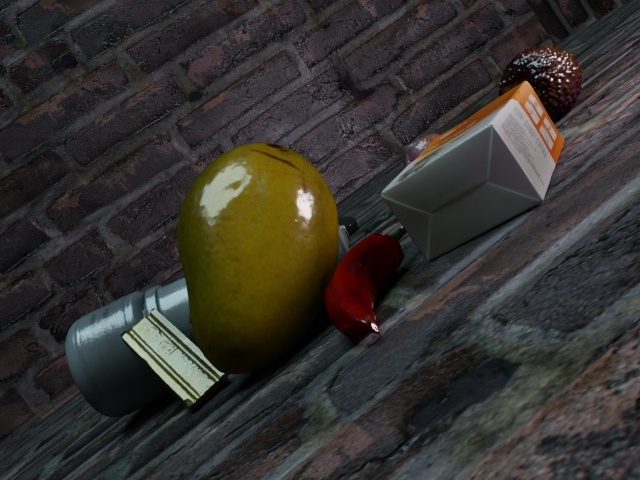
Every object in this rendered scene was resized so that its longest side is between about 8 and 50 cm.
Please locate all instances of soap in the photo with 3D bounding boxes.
[{"bbox_3d":[-0.285,0.226,1.252,0.092,0.037,0.252,-40,50,-23],"label":"soap"}]

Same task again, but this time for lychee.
[{"bbox_3d":[0.506,-0.350,1.465,0.188,0.188,0.188,-35,6,4],"label":"lychee"}]

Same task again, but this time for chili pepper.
[{"bbox_3d":[0.078,0.068,1.022,0.137,0.092,0.368,-18,21,25],"label":"chili pepper"}]

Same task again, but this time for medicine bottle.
[{"bbox_3d":[-0.379,0.230,1.458,0.306,0.245,0.245,-26,6,1],"label":"medicine bottle"}]

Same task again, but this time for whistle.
[{"bbox_3d":[0.340,-0.237,1.723,0.346,0.133,0.142,-30,-34,-28],"label":"whistle"}]

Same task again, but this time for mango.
[{"bbox_3d":[-0.119,0.023,1.168,0.221,0.301,0.445,100,-179,-58],"label":"mango"}]

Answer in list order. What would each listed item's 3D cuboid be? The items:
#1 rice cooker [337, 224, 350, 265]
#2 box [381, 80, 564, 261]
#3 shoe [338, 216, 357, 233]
[{"bbox_3d":[-0.073,0.023,1.436,0.227,0.241,0.280,-33,45,-16],"label":"rice cooker"},{"bbox_3d":[0.276,-0.132,1.125,0.225,0.143,0.341,-32,8,33],"label":"box"},{"bbox_3d":[0.000,0.000,1.972,0.240,0.093,0.108,-14,24,1],"label":"shoe"}]
